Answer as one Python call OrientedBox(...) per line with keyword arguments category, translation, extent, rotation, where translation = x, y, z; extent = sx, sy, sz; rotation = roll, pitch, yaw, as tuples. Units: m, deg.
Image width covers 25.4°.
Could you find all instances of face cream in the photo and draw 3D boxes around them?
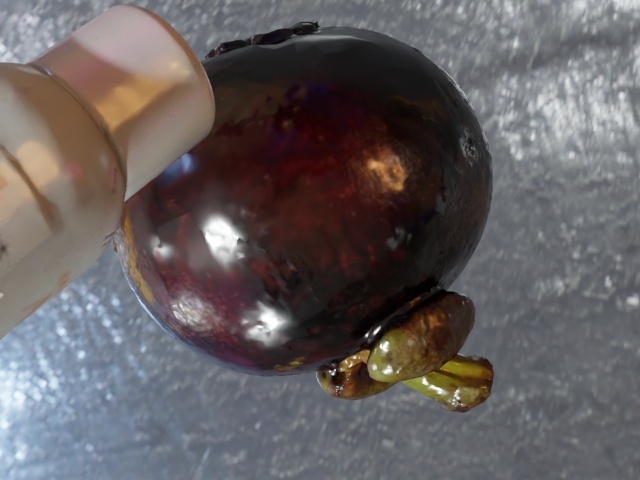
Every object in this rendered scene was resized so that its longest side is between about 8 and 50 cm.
OrientedBox(category="face cream", translation=(-0.142, 0.015, 0.440), extent=(0.082, 0.269, 0.082), rotation=(37, 151, 25))

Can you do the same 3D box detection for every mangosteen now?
OrientedBox(category="mangosteen", translation=(-0.011, -0.016, 1.065), extent=(0.297, 0.297, 0.293), rotation=(1, 115, 17))
